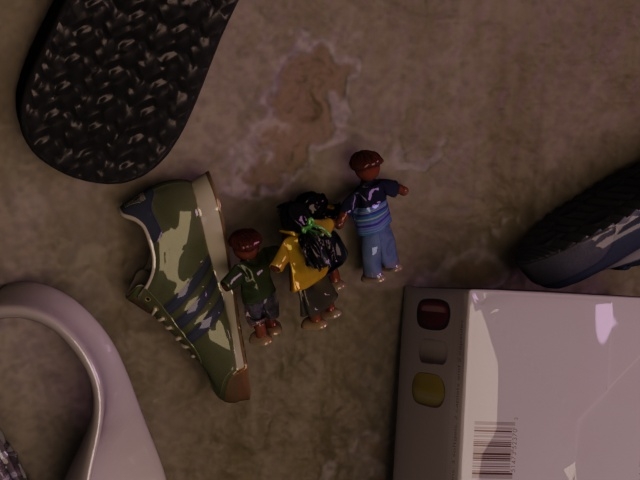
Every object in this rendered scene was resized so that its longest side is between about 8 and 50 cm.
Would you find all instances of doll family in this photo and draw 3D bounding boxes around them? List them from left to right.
[{"bbox_3d":[0.000,0.000,1.454,0.193,0.076,0.111,-38,123,-48],"label":"doll family"}]

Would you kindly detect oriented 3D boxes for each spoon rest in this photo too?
[{"bbox_3d":[-0.178,0.161,1.427,0.084,0.137,0.276,-12,108,27],"label":"spoon rest"}]

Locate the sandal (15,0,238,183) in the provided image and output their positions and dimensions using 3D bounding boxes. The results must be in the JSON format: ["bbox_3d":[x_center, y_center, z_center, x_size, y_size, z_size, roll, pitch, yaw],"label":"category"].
[{"bbox_3d":[-0.101,-0.254,1.366,0.168,0.107,0.445,27,106,-24],"label":"sandal"}]

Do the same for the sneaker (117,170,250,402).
[{"bbox_3d":[-0.112,0.043,1.450,0.086,0.064,0.192,-11,107,-7],"label":"sneaker"}]

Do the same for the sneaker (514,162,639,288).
[{"bbox_3d":[0.322,-0.013,1.551,0.319,0.112,0.131,-26,107,-10],"label":"sneaker"}]

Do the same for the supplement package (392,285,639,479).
[{"bbox_3d":[0.178,0.172,1.501,0.204,0.145,0.261,4,88,-18],"label":"supplement package"}]

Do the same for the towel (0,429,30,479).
[{"bbox_3d":[-0.336,0.272,1.396,0.284,0.121,0.235,-26,111,-11],"label":"towel"}]
